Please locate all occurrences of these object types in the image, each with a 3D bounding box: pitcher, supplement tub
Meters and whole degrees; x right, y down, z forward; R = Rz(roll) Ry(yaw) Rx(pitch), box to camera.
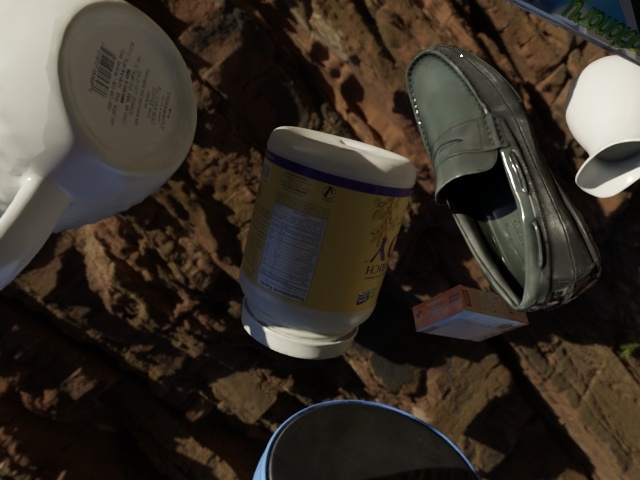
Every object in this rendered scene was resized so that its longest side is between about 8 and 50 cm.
[{"bbox_3d":[0.454,-0.187,0.661,0.125,0.178,0.207,32,-126,-23],"label":"pitcher"},{"bbox_3d":[0.000,0.000,0.759,0.241,0.331,0.241,13,-163,-4],"label":"supplement tub"}]

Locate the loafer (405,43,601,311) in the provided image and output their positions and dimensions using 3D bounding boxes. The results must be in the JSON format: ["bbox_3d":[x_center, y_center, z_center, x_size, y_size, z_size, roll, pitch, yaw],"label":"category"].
[{"bbox_3d":[0.117,-0.054,0.335,0.076,0.078,0.223,-49,59,55],"label":"loafer"}]

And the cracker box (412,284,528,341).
[{"bbox_3d":[0.362,0.182,1.105,0.232,0.156,0.067,15,-124,-31],"label":"cracker box"}]

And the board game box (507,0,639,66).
[{"bbox_3d":[0.265,-0.227,0.315,0.305,0.193,0.053,6,-128,-29],"label":"board game box"}]

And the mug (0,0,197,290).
[{"bbox_3d":[-0.331,-0.100,0.501,0.276,0.328,0.374,48,-132,-51],"label":"mug"}]

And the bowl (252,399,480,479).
[{"bbox_3d":[0.083,0.408,0.747,0.391,0.077,0.391,8,-161,-3],"label":"bowl"}]
